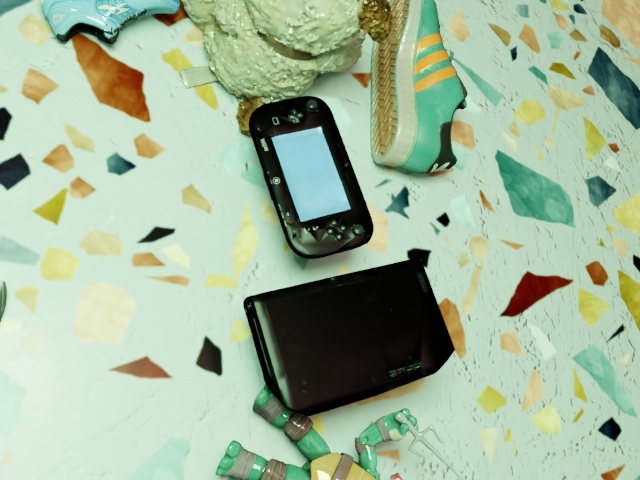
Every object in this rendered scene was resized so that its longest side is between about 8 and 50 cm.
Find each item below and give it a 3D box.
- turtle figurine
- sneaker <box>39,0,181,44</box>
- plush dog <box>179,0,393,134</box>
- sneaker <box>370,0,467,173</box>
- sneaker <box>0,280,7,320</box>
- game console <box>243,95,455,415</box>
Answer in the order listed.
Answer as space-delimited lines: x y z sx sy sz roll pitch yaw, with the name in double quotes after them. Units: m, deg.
0.020 0.249 0.691 0.234 0.118 0.175 27 40 5 "turtle figurine"
-0.249 -0.272 0.806 0.162 0.063 0.073 -13 89 -16 "sneaker"
-0.042 -0.264 0.802 0.263 0.225 0.210 19 63 -19 "plush dog"
0.147 -0.236 0.962 0.121 0.108 0.302 13 73 -22 "sneaker"
-0.344 0.102 0.613 0.061 0.053 0.152 14 58 -11 "sneaker"
0.000 0.000 0.748 0.213 0.044 0.361 -12 73 -25 "game console"
